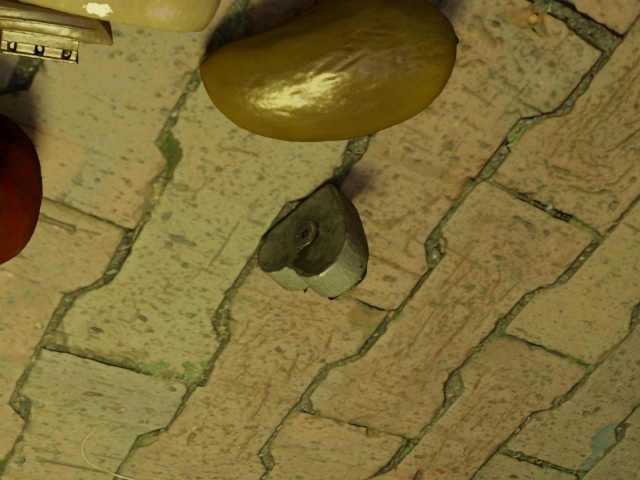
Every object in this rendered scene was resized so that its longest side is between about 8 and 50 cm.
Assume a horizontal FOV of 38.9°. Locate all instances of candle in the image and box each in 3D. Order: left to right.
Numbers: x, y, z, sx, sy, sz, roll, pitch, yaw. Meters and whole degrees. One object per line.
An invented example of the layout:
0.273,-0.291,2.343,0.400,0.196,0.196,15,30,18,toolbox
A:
0.000,0.000,1.371,0.068,0.192,0.168,40,66,-37,candle

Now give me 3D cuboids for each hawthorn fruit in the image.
-0.452,-0.052,1.145,0.215,0.215,0.249,-12,130,-7,hawthorn fruit

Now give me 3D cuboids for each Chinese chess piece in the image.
-0.233,-0.301,0.955,0.270,0.270,0.112,7,108,-22,Chinese chess piece

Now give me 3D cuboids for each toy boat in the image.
-0.354,-0.261,1.095,0.201,0.057,0.077,6,133,-21,toy boat

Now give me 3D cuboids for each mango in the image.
0.021,-0.219,1.196,0.332,0.142,0.195,-19,128,9,mango
